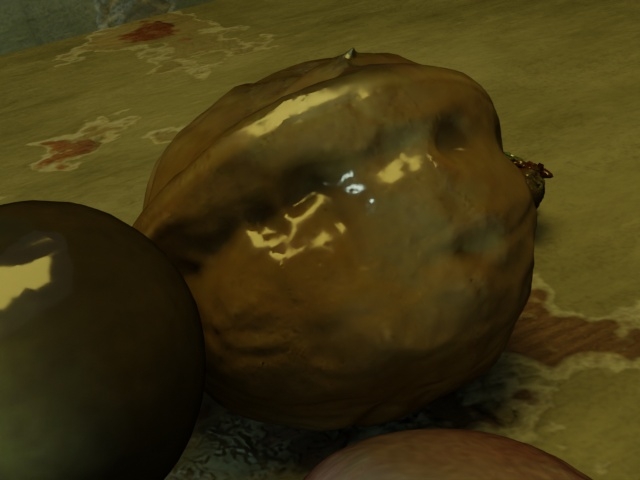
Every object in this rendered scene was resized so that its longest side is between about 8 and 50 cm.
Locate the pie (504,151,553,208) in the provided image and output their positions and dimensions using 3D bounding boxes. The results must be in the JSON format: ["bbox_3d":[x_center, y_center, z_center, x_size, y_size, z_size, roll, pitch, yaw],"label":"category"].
[{"bbox_3d":[0.148,-0.063,1.276,0.275,0.105,0.257,-7,11,-2],"label":"pie"}]

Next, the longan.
[{"bbox_3d":[-0.207,0.093,0.722,0.258,0.258,0.258,-7,25,3],"label":"longan"}]

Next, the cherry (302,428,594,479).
[{"bbox_3d":[0.094,0.208,0.580,0.239,0.206,0.239,-17,17,5],"label":"cherry"}]

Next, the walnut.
[{"bbox_3d":[0.015,0.001,0.914,0.384,0.383,0.383,-7,25,3],"label":"walnut"}]
